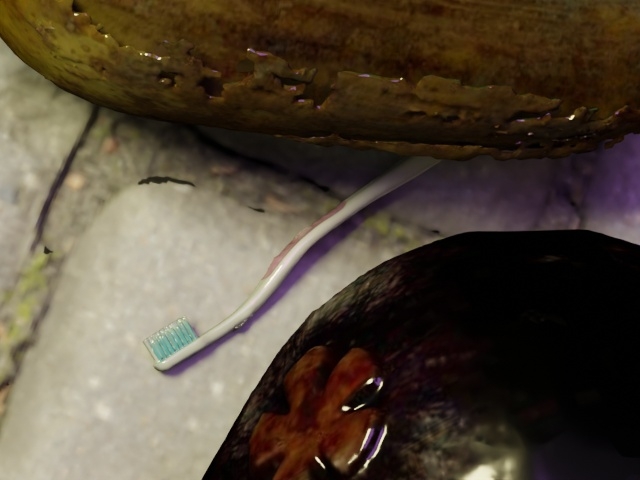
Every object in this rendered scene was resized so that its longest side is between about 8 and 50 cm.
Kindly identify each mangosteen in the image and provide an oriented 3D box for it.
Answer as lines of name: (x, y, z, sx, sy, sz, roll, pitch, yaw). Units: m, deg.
mangosteen: (0.096, 0.146, 0.763, 0.302, 0.275, 0.275, 40, 64, -34)

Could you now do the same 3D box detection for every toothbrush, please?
toothbrush: (0.000, 0.000, 0.895, 0.204, 0.017, 0.022, -36, 102, -20)

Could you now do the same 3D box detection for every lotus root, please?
lotus root: (0.002, -0.138, 0.848, 0.397, 0.179, 0.196, 4, 91, -14)
